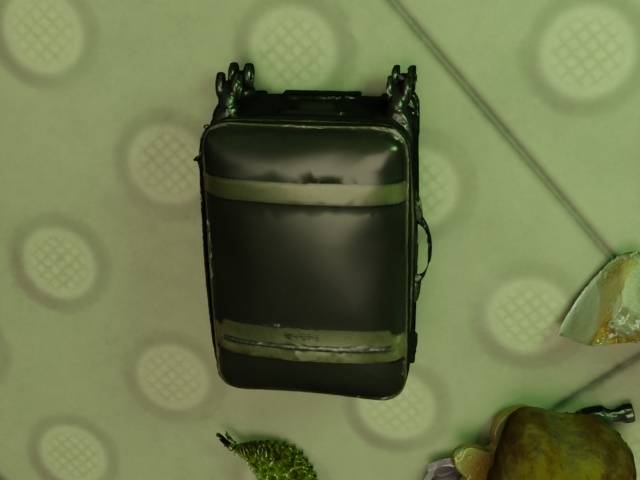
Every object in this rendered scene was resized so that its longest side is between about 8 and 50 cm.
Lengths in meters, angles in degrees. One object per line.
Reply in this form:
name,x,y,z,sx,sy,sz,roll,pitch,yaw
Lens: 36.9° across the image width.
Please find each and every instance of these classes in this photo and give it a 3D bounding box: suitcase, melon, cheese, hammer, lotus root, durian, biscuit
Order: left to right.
durian,-0.072,0.364,1.454,0.100,0.086,0.215,-20,110,32
suitcase,0.000,0.000,1.225,0.283,0.194,0.433,3,114,10
cheese,0.215,0.402,1.432,0.105,0.042,0.190,-19,108,19
biscuit,0.251,0.342,1.374,0.153,0.030,0.234,21,97,-14
lotus root,0.324,0.339,1.264,0.199,0.180,0.188,9,103,2
hammer,0.410,0.364,1.385,0.111,0.033,0.287,-9,111,13
melon,0.410,0.081,1.238,0.203,0.093,0.139,-4,104,7
